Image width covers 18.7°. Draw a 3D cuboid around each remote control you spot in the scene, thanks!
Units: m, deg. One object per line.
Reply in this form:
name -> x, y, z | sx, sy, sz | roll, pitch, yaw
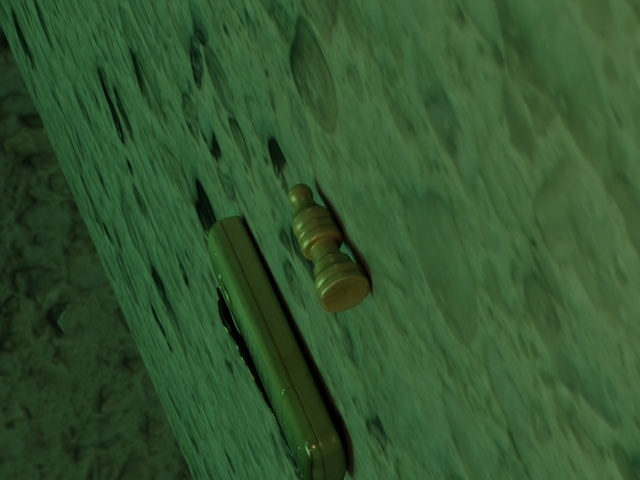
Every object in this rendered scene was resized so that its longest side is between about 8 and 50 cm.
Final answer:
remote control -> -0.037, 0.094, 1.588 | 0.098, 0.038, 0.233 | 89, 158, -60

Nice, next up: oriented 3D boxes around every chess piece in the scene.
chess piece -> 0.000, 0.000, 1.237 | 0.035, 0.035, 0.092 | 83, 166, -53

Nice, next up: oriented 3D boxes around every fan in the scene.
fan -> -0.064, 0.100, 1.722 | 0.220, 0.009, 0.132 | -119, 3, -80
